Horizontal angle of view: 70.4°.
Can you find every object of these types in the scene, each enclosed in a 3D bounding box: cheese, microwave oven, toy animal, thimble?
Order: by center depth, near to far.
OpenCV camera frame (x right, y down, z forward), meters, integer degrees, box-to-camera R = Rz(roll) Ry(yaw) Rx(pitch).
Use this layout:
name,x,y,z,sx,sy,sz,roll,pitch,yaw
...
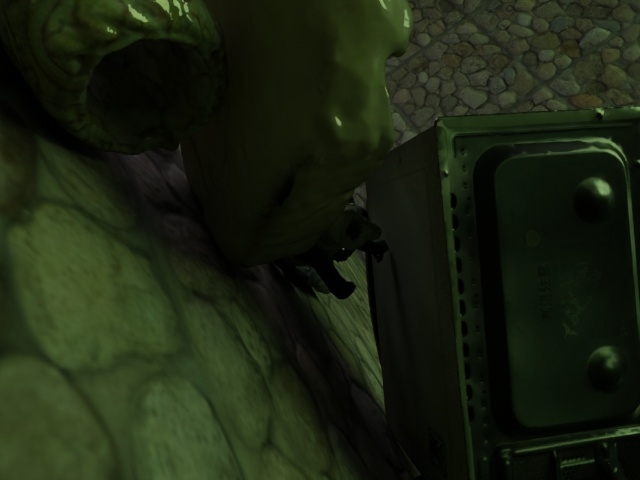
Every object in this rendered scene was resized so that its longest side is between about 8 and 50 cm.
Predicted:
name,x,y,z,sx,sy,sz,roll,pitch,yaw
thimble,-0.158,-0.157,0.347,0.143,0.137,0.190,54,-8,7
cheese,-0.049,-0.136,0.440,0.318,0.115,0.326,15,-69,55
microwave oven,0.216,0.075,0.557,0.333,0.247,0.393,-176,-99,-81
toy animal,0.000,0.000,0.581,0.121,0.094,0.225,50,-19,-18

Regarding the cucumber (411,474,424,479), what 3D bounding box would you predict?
name,x,y,z,sx,sy,sz,roll,pitch,yaw
cucumber,0.149,0.328,0.508,0.116,0.062,0.115,56,10,18

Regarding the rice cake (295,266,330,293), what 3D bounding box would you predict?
name,x,y,z,sx,sy,sz,roll,pitch,yaw
rice cake,-0.057,-0.015,0.779,0.237,0.043,0.127,59,8,22
